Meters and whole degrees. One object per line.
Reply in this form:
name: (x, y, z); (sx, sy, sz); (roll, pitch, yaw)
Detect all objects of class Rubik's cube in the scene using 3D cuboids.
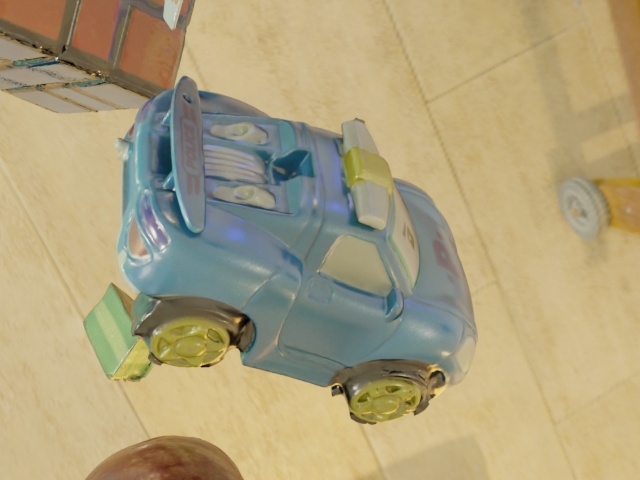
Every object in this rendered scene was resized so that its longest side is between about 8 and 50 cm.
Rubik's cube: (-0.343, -0.338, 1.414); (0.283, 0.288, 0.293); (23, 78, -42)

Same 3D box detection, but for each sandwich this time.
sandwich: (-0.246, 0.104, 1.303); (0.074, 0.116, 0.074); (-55, 157, 8)

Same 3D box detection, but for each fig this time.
fig: (-0.157, 0.249, 0.899); (0.207, 0.175, 0.175); (-2, 102, -8)

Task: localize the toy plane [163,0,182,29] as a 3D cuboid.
toy plane: (-0.104, -0.185, 0.602); (0.053, 0.197, 0.078); (2, 121, -36)

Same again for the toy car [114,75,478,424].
toy car: (0.000, 0.000, 0.788); (0.314, 0.198, 0.166); (21, 132, -27)
